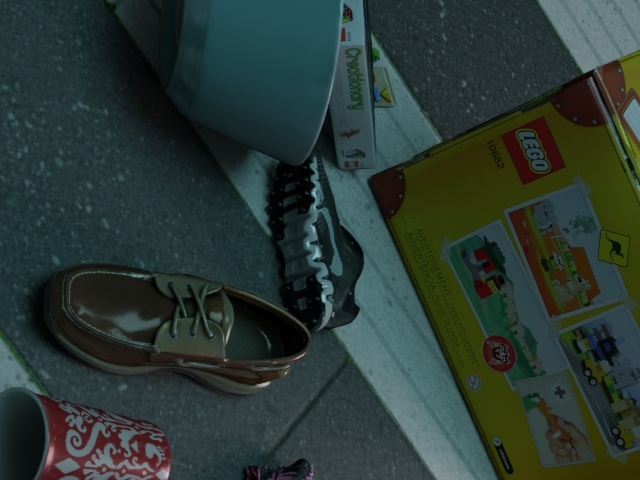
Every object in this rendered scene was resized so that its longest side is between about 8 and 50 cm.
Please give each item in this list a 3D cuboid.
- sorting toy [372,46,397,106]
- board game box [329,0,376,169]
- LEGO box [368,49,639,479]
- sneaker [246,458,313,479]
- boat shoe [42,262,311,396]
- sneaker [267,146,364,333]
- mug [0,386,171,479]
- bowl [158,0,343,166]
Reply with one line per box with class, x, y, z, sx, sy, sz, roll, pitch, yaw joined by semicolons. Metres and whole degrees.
sorting toy;0.071;-0.217;2.257;0.062;0.012;0.083;-6;76;-48
board game box;0.034;-0.238;2.057;0.305;0.053;0.193;79;9;-66
LEGO box;0.338;0.062;2.136;0.193;0.372;0.500;-24;90;-50
sneaker;-0.054;0.264;1.877;0.057;0.047;0.119;53;40;2
boat shoe;-0.144;0.081;1.806;0.324;0.116;0.123;15;62;-42
sneaker;0.000;0.000;2.034;0.106;0.078;0.234;9;69;-47
mug;-0.241;0.227;1.656;0.169;0.113;0.150;16;85;-47
bowl;-0.089;-0.244;1.920;0.163;0.311;0.311;4;66;-14
